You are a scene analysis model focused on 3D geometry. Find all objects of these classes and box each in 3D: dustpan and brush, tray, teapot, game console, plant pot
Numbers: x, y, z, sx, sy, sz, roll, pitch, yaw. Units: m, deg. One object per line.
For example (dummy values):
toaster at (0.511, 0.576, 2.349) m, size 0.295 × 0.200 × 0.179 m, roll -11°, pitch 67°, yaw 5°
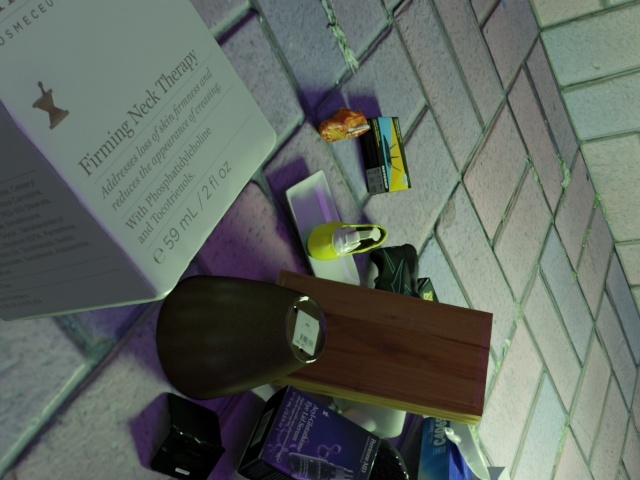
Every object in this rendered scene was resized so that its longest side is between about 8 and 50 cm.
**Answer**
dustpan and brush at (0.320, 0.455, 1.805) m, size 0.211 × 0.060 × 0.147 m, roll 62°, pitch 6°, yaw -52°
tray at (0.102, 0.195, 1.479) m, size 0.076 × 0.410 × 0.203 m, roll 96°, pitch 6°, yaw -63°
teapot at (0.096, 0.265, 1.623) m, size 0.256 × 0.187 × 0.253 m, roll -7°, pitch 109°, yaw -80°
game console at (-0.222, 0.327, 1.309) m, size 0.122 × 0.071 × 0.107 m, roll 37°, pitch 85°, yaw -43°
tray at (0.000, 0.000, 1.665) m, size 0.145 × 0.030 × 0.270 m, roll -37°, pitch 112°, yaw -51°
plant pot at (-0.111, 0.153, 1.311) m, size 0.215 × 0.230 × 0.215 m, roll 15°, pitch 71°, yaw -52°

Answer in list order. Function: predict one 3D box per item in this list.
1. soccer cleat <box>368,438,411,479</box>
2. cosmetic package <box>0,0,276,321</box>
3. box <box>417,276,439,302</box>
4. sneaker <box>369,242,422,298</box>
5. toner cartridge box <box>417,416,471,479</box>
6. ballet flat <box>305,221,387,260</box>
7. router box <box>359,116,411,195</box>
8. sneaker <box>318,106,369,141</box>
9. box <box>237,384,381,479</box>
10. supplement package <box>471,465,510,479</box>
soccer cleat at (0.165, 0.560, 1.729) m, size 0.116 × 0.108 × 0.318 m, roll -58°, pitch 127°, yaw -72°
cosmetic package at (-0.334, -0.155, 0.994) m, size 0.394 × 0.327 × 0.329 m, roll 56°, pitch 43°, yaw -28°
box at (0.229, 0.217, 1.911) m, size 0.220 × 0.051 × 0.175 m, roll -44°, pitch 117°, yaw -48°
sneaker at (0.173, 0.131, 1.789) m, size 0.106 × 0.101 × 0.267 m, roll 2°, pitch 58°, yaw -15°
toner cartridge box at (0.280, 0.553, 1.793) m, size 0.348 × 0.075 × 0.165 m, roll -61°, pitch 132°, yaw -68°
ballet flat at (0.062, -0.006, 1.659) m, size 0.231 × 0.077 × 0.077 m, roll -9°, pitch 90°, yaw -54°
router box at (0.153, -0.203, 1.902) m, size 0.133 × 0.046 × 0.179 m, roll -14°, pitch 94°, yaw -54°
sneaker at (0.042, -0.260, 1.767) m, size 0.175 × 0.064 × 0.067 m, roll -18°, pitch 77°, yaw -59°
box at (-0.018, 0.383, 1.423) m, size 0.207 × 0.108 × 0.153 m, roll 31°, pitch 52°, yaw -10°
supplement package at (0.408, 0.700, 1.979) m, size 0.134 × 0.139 × 0.244 m, roll -31°, pitch 106°, yaw -53°
